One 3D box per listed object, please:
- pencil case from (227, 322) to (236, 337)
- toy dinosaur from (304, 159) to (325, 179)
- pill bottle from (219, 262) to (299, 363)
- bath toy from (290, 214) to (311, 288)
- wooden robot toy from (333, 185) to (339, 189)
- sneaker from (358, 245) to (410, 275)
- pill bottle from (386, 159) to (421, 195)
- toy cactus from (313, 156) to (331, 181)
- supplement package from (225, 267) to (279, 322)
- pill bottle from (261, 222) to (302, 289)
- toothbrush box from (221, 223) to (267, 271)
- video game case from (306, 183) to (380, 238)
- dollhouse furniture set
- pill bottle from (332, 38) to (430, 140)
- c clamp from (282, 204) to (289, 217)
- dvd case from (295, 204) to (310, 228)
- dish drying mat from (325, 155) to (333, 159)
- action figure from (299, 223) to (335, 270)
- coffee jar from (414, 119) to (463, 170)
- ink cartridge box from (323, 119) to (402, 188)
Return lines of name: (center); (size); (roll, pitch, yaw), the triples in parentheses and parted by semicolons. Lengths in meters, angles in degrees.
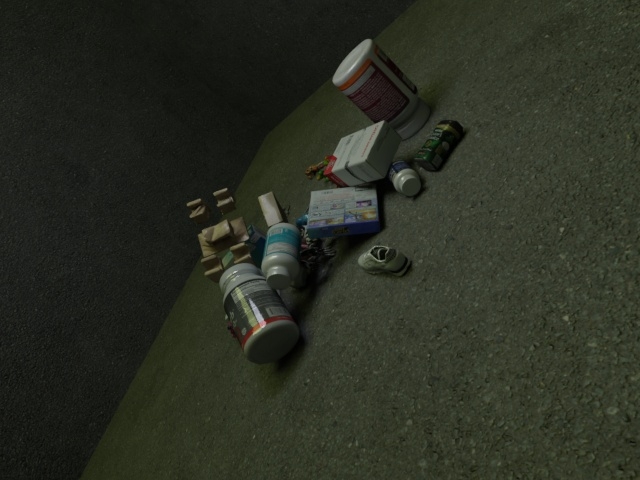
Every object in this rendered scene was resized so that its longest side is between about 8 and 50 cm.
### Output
pencil case: (-0.405, 0.378, 2.005); (0.098, 0.095, 0.209); (-68, 20, 9)
toy dinosaur: (-0.044, -0.423, 2.449); (0.212, 0.064, 0.112); (-17, 42, 53)
pill bottle: (-0.244, 0.263, 1.577); (0.210, 0.210, 0.363); (-49, 47, 11)
bath toy: (-0.094, 0.052, 1.821); (0.129, 0.151, 0.347); (3, 55, 18)
wooden robot toy: (0.094, -0.237, 1.961); (0.173, 0.076, 0.079); (-43, 2, 37)
sneaker: (0.187, 0.054, 1.357); (0.235, 0.095, 0.090); (-5, 54, 61)
pill bottle: (0.303, -0.225, 1.516); (0.094, 0.094, 0.169); (-46, 25, 16)
toy cactus: (0.056, -0.393, 2.204); (0.181, 0.112, 0.219); (-34, 19, 17)
supplement package: (-0.305, 0.267, 1.892); (0.203, 0.149, 0.194); (-46, 25, 18)
pill bottle: (-0.151, 0.064, 1.630); (0.146, 0.146, 0.263); (-38, 31, 31)
toothbrush box: (-0.349, 0.101, 2.113); (0.295, 0.216, 0.126); (-51, 23, 8)
video game case: (0.090, -0.115, 1.623); (0.270, 0.061, 0.244); (-6, 39, 10)
dollhouse furniture set: (-0.347, -0.035, 1.906); (0.395, 0.256, 0.361); (-22, 68, 1)
pill bottle: (0.262, -0.615, 1.747); (0.224, 0.392, 0.224); (-41, 26, 25)
c clamp: (-0.234, -0.151, 2.479); (0.161, 0.022, 0.137); (-26, 36, 45)
dvd case: (-0.058, -0.096, 2.081); (0.238, 0.030, 0.179); (-57, 24, -9)
dish drying mat: (0.065, -0.438, 2.190); (0.083, 0.008, 0.032); (2, 34, 38)
action figure: (0.000, 0.000, 1.678); (0.141, 0.163, 0.275); (3, 36, 8)
coffee jar: (0.419, -0.340, 1.481); (0.184, 0.079, 0.096); (-54, 24, -3)
ink cartridge box: (0.163, -0.330, 1.643); (0.273, 0.114, 0.196); (-6, 54, 57)
